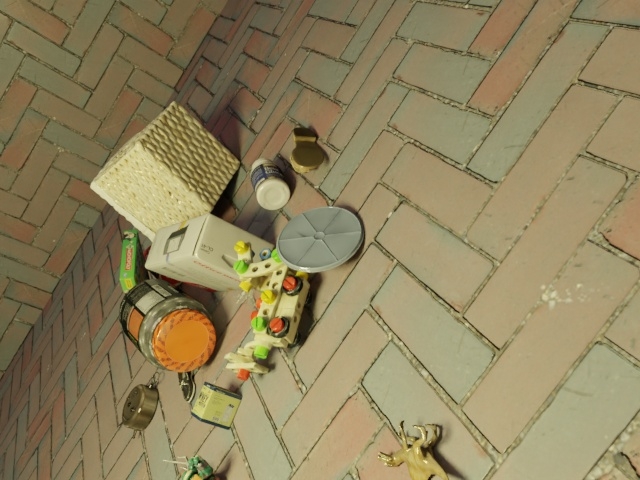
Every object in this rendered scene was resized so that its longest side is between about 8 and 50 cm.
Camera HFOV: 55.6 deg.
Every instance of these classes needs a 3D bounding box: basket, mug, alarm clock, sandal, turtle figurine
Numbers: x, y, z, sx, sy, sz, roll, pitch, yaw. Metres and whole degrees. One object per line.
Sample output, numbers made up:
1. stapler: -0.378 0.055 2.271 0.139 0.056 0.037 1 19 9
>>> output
1. basket: -0.488 -0.212 1.976 0.266 0.331 0.328 -30 25 33
2. mug: -0.527 0.071 2.051 0.169 0.113 0.150 33 127 55
3. alarm clock: -0.531 0.477 1.806 0.129 0.064 0.192 20 80 58
4. sandal: -0.043 -0.223 1.656 0.240 0.088 0.079 -99 16 -54
5. turtle figurine: -0.264 0.546 1.312 0.234 0.118 0.175 22 99 43

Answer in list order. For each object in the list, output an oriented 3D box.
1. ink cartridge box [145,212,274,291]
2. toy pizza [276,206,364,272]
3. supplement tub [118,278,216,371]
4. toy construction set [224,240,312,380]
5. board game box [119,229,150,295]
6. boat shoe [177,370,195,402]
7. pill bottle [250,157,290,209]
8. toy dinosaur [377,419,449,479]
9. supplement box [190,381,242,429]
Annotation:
1. ink cartridge box: -0.306 0.044 1.659 0.306 0.226 0.131 -12 58 50
2. toy pizza: 0.000 0.000 1.364 0.201 0.032 0.201 -9 44 9
3. supplement tub: -0.429 0.238 1.702 0.338 0.207 0.207 18 81 58
4. toy construction set: -0.131 0.156 1.391 0.215 0.151 0.327 0 72 28
5. board game box: -0.590 0.152 1.964 0.317 0.046 0.213 92 168 -45
6. boat shoe: -0.371 0.387 1.662 0.046 0.038 0.125 -46 35 24
7. pill bottle: -0.148 -0.167 1.720 0.094 0.094 0.169 -50 34 18
8. toy dinosaur: 0.160 0.335 0.945 0.183 0.053 0.092 -10 73 60
9. supplement box: -0.246 0.391 1.436 0.056 0.083 0.083 5 69 55
